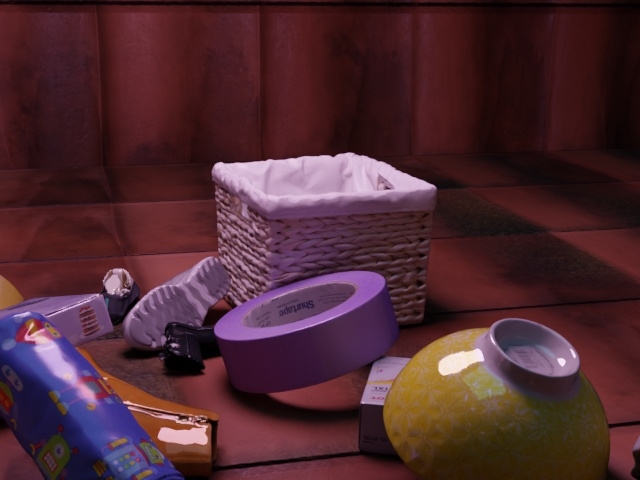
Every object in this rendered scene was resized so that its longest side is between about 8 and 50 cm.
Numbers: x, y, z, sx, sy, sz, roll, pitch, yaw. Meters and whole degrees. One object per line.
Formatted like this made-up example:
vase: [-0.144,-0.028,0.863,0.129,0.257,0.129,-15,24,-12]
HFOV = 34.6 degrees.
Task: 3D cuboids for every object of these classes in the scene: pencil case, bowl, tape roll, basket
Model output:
pencil case: [-0.289,0.218,1.180,0.306,0.133,0.119,42,13,27]
bowl: [0.236,0.190,1.262,0.289,0.156,0.289,13,29,-7]
tape roll: [-0.021,0.136,1.585,0.275,0.090,0.275,-15,12,3]
basket: [0.000,0.000,1.891,0.331,0.266,0.328,-6,17,-22]

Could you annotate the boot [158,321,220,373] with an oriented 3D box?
boot: [-0.199,0.176,1.655,0.121,0.045,0.099,14,23,-16]

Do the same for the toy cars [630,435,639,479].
toy cars: [0.388,0.259,1.124,0.087,0.176,0.394,35,21,4]

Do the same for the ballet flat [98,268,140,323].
ballet flat: [-0.374,0.091,1.905,0.074,0.074,0.203,1,15,-1]

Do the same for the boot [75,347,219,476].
boot: [-0.242,0.234,1.371,0.211,0.104,0.295,3,20,-12]

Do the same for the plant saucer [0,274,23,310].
plant saucer: [-0.684,0.123,1.753,0.333,0.081,0.333,-3,17,-14]

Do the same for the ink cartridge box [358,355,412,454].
ink cartridge box: [0.127,0.228,1.432,0.127,0.072,0.175,4,15,9]

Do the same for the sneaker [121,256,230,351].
sneaker: [-0.261,0.127,1.794,0.115,0.105,0.281,-29,3,31]

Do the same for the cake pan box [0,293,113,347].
cake pan box: [-0.478,0.151,1.516,0.267,0.070,0.246,-22,8,-40]
